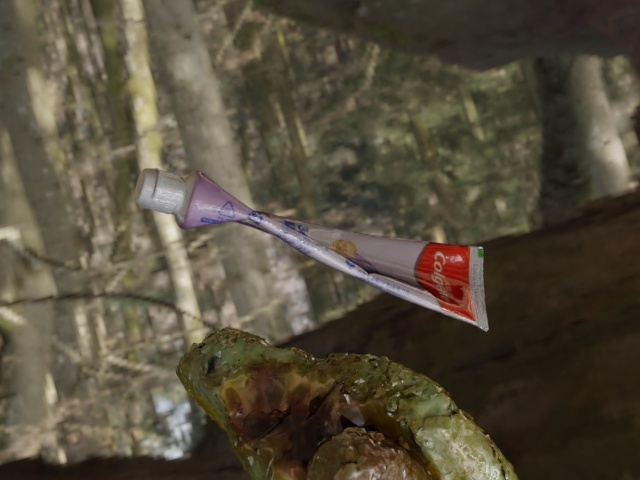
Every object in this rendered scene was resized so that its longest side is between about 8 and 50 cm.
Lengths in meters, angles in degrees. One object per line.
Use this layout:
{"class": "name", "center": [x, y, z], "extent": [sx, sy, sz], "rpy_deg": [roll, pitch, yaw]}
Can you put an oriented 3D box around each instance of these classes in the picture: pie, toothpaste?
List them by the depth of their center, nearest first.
{"class": "toothpaste", "center": [0.000, 0.000, 0.999], "extent": [0.301, 0.048, 0.075], "rpy_deg": [17, -154, -19]}
{"class": "pie", "center": [0.046, 0.237, 1.194], "extent": [0.180, 0.395, 0.418], "rpy_deg": [-42, -155, -13]}
